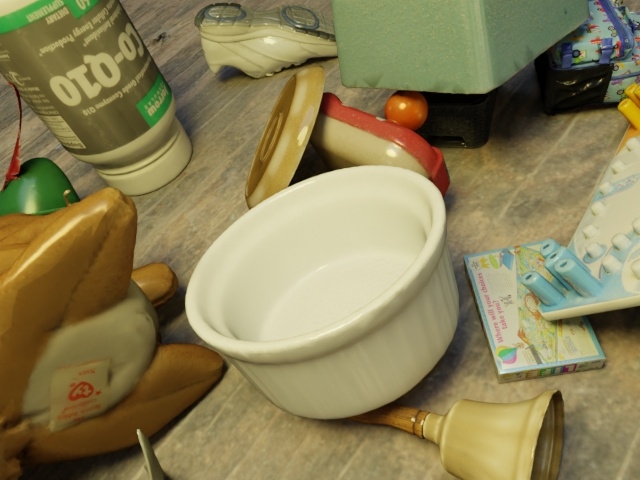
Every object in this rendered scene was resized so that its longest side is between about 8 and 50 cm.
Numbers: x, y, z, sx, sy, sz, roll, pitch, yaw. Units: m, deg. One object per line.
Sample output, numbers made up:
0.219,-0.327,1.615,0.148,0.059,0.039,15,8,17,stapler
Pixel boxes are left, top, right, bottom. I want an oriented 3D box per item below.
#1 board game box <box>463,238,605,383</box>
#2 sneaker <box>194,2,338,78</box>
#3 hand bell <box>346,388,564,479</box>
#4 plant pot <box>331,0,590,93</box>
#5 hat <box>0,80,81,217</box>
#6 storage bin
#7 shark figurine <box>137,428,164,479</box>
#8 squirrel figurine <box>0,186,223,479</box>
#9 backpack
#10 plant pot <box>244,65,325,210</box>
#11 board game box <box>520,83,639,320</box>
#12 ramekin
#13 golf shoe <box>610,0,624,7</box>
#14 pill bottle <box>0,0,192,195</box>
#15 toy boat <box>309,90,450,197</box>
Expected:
0.229,0.074,0.542,0.104,0.026,0.154,-11,50,9,board game box
-0.094,-0.394,0.973,0.297,0.129,0.111,3,49,-3,sneaker
0.093,0.175,0.475,0.242,0.126,0.126,7,55,37,hand bell
0.157,-0.357,0.608,0.248,0.252,0.247,-38,36,-26,plant pot
-0.469,-0.121,0.781,0.209,0.183,0.173,-12,5,20,hat
0.208,-0.237,0.760,0.122,0.084,0.180,7,55,23,storage bin
-0.234,0.329,0.439,0.278,0.116,0.166,-41,53,-13,shark figurine
-0.375,0.098,0.573,0.397,0.281,0.370,-43,46,-20,squirrel figurine
0.410,-0.271,0.700,0.173,0.117,0.158,-1,52,16,backpack
-0.060,-0.142,0.697,0.032,0.236,0.236,20,51,-17,plant pot
0.390,-0.118,0.418,0.050,0.390,0.390,43,63,-4,board game box
0.012,0.050,0.522,0.277,0.135,0.277,-19,33,13,ramekin
0.469,-0.418,0.833,0.086,0.069,0.176,3,53,28,golf shoe
-0.363,-0.254,0.780,0.204,0.361,0.204,-9,51,12,pill bottle
0.090,-0.145,0.671,0.231,0.151,0.151,32,80,34,toy boat
